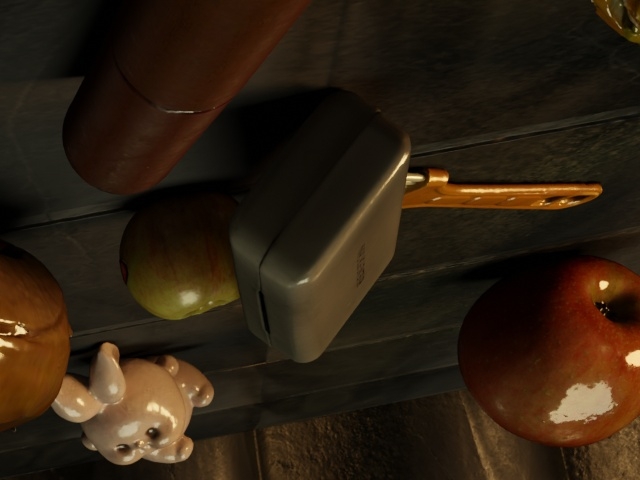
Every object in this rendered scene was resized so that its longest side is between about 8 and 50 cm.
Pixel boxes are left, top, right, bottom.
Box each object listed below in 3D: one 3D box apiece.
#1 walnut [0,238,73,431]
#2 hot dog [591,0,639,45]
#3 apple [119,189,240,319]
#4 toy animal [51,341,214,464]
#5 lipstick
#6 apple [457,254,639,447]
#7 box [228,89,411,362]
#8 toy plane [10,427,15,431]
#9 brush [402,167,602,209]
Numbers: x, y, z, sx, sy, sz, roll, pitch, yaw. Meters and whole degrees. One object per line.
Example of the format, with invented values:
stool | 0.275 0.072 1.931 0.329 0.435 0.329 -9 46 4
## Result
walnut | -0.215 0.053 0.990 0.137 0.137 0.245 -15 173 20
hot dog | 0.195 -0.105 0.749 0.115 0.072 0.269 -9 175 42
apple | -0.077 0.009 1.083 0.084 0.071 0.084 -12 173 -2
toy animal | -0.183 0.162 1.725 0.124 0.124 0.212 -14 174 15
lipstick | -0.036 -0.084 0.633 0.057 0.057 0.357 -8 170 -18
apple | 0.221 0.097 1.667 0.181 0.181 0.168 -6 146 -31
box | 0.000 0.000 1.006 0.103 0.055 0.243 -53 171 -10
toy plane | -0.235 0.121 1.094 0.169 0.246 0.078 0 128 -43
brush | 0.096 -0.030 1.234 0.090 0.017 0.314 -19 168 40
